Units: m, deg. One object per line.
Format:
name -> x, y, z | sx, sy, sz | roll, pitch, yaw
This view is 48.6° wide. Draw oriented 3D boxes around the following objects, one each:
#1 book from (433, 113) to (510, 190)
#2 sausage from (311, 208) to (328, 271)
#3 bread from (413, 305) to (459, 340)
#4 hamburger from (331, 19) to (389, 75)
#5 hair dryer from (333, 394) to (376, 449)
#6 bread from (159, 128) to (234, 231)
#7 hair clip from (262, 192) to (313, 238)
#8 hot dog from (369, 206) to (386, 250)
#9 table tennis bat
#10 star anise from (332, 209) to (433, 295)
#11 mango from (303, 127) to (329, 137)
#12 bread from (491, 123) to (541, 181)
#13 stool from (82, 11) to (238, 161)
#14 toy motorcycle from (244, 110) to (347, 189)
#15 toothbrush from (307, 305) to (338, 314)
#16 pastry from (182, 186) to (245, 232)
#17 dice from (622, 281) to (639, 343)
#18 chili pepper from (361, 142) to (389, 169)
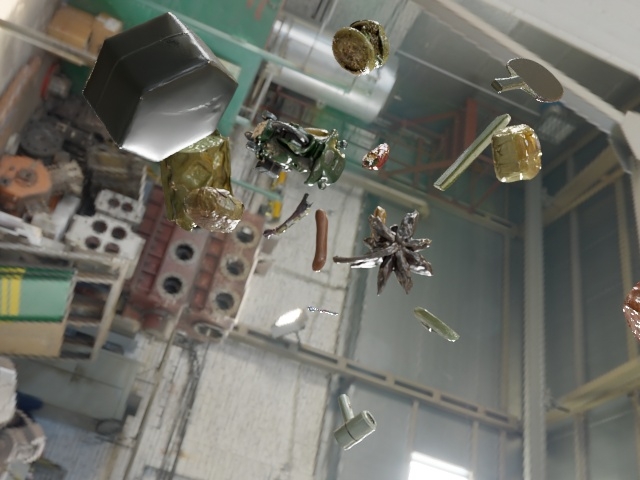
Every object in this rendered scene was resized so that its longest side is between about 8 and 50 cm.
book -> 0.557, -0.325, 2.625 | 0.352, 0.035, 0.239 | -48, -177, 7
sausage -> 0.000, 0.000, 2.084 | 0.043, 0.043, 0.186 | 151, -57, -72
bread -> 0.315, 0.236, 2.045 | 0.036, 0.112, 0.193 | -51, -165, -6
hamburger -> 0.127, -0.599, 2.222 | 0.113, 0.185, 0.177 | -33, 155, -33
hair dryer -> 0.065, 0.369, 1.501 | 0.082, 0.047, 0.137 | -39, -153, 11
bread -> -0.351, -0.175, 2.041 | 0.238, 0.196, 0.252 | -54, 146, -60
hair clip -> -0.087, -0.072, 2.239 | 0.187, 0.056, 0.146 | -46, -170, -19
hot dog -> 0.171, -0.015, 2.089 | 0.215, 0.047, 0.066 | -79, -171, -49
table tennis bat -> 0.569, -0.439, 1.954 | 0.301, 0.173, 0.022 | -20, 155, -41
star anise -> 0.156, 0.028, 1.643 | 0.231, 0.209, 0.089 | -31, 162, -18
mango -> -0.053, -0.313, 2.340 | 0.195, 0.098, 0.137 | -7, -143, 27
bread -> 0.498, -0.221, 1.789 | 0.236, 0.106, 0.140 | -26, 106, -67
stool -> -0.264, -0.251, 1.175 | 0.232, 0.141, 0.232 | -35, 165, -11
toy motorcycle -> -0.053, -0.181, 1.439 | 0.124, 0.187, 0.275 | -62, -158, -8
toothbrush -> 0.011, 0.230, 2.301 | 0.013, 0.193, 0.019 | -45, -118, 15
pastry -> -0.264, -0.076, 1.752 | 0.153, 0.153, 0.081 | 139, -27, -66
dice -> 0.818, 0.177, 1.611 | 0.179, 0.174, 0.175 | -33, -154, -2
chili pepper -> 0.150, -0.220, 1.883 | 0.059, 0.050, 0.268 | -17, -168, 19
